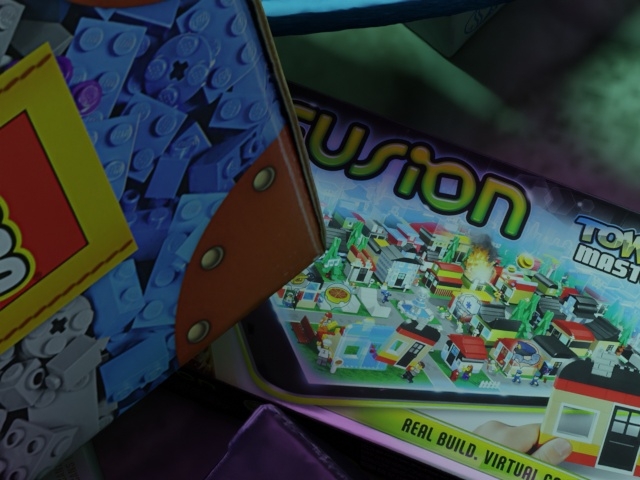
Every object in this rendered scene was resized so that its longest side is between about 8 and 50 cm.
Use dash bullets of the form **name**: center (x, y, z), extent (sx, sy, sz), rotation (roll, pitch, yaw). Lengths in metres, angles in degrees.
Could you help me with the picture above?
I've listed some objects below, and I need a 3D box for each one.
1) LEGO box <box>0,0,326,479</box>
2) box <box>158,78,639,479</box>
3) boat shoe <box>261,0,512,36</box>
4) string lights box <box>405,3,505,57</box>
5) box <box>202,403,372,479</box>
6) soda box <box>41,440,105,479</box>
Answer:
- **LEGO box**: center (-0.308, -0.074, 0.563), extent (0.372, 0.193, 0.500), rotation (-38, 54, -16)
- **box**: center (0.027, 0.021, 0.640), extent (0.207, 0.036, 0.114), rotation (21, 68, 9)
- **boat shoe**: center (-0.033, -0.114, 0.639), extent (0.258, 0.109, 0.089), rotation (0, 94, 26)
- **string lights box**: center (0.090, -0.210, 0.745), extent (0.133, 0.077, 0.260), rotation (41, 73, 18)
- **box**: center (-0.001, 0.160, 0.548), extent (0.158, 0.093, 0.156), rotation (41, 89, 18)
- **soda box**: center (-0.134, 0.025, 0.648), extent (0.074, 0.069, 0.216), rotation (-20, 66, -7)
